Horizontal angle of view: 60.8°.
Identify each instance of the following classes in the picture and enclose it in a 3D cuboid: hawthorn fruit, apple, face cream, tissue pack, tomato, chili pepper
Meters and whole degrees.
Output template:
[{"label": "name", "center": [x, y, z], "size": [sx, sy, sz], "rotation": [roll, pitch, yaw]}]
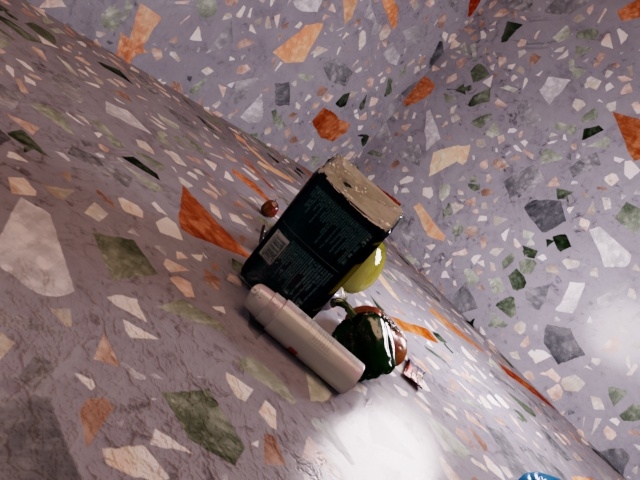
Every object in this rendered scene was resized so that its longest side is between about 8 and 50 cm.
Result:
[{"label": "hawthorn fruit", "center": [-0.209, -0.132, 2.271], "size": [0.077, 0.077, 0.077], "rotation": [38, 13, -10]}, {"label": "apple", "center": [0.112, 0.056, 2.146], "size": [0.292, 0.254, 0.292], "rotation": [43, 10, -9]}, {"label": "face cream", "center": [-0.048, 0.242, 1.380], "size": [0.345, 0.102, 0.102], "rotation": [40, 12, 0]}, {"label": "tissue pack", "center": [0.000, 0.000, 1.535], "size": [0.264, 0.416, 0.253], "rotation": [41, 29, 2]}, {"label": "tomato", "center": [0.189, 0.292, 1.756], "size": [0.237, 0.095, 0.237], "rotation": [36, 15, -11]}, {"label": "chili pepper", "center": [0.114, 0.269, 1.557], "size": [0.174, 0.165, 0.261], "rotation": [10, 54, -46]}]

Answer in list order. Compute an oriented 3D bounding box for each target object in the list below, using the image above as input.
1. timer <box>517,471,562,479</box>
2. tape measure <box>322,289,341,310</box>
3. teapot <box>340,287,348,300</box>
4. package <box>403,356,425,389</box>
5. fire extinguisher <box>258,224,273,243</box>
[{"label": "timer", "center": [0.737, 0.838, 1.591], "size": [0.309, 0.115, 0.340], "rotation": [28, 18, -34]}, {"label": "tape measure", "center": [-0.010, 0.143, 1.825], "size": [0.178, 0.105, 0.196], "rotation": [35, 12, -26]}, {"label": "teapot", "center": [0.056, 0.194, 1.968], "size": [0.083, 0.064, 0.064], "rotation": [10, -17, 38]}, {"label": "package", "center": [0.328, 0.460, 1.903], "size": [0.083, 0.022, 0.200], "rotation": [43, 12, 7]}, {"label": "fire extinguisher", "center": [-0.127, 0.023, 1.899], "size": [0.269, 0.105, 0.105], "rotation": [24, 20, -50]}]
